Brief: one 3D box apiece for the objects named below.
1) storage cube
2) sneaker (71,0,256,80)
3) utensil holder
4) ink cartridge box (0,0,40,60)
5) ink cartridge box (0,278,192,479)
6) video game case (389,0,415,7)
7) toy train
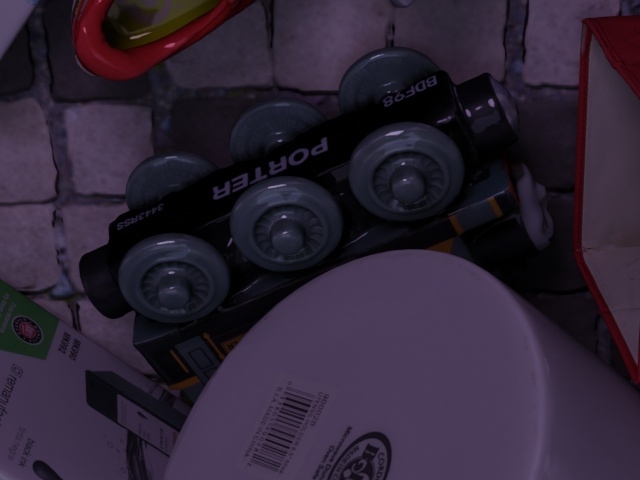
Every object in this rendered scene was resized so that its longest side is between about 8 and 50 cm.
[{"bbox_3d":[0.282,-0.036,0.946,0.193,0.183,0.215,-5,118,-2],"label":"storage cube"},{"bbox_3d":[-0.047,-0.194,0.917,0.279,0.118,0.107,-41,110,13],"label":"sneaker"},{"bbox_3d":[0.126,0.229,0.965,0.327,0.327,0.385,-35,130,20],"label":"utensil holder"},{"bbox_3d":[-0.230,-0.208,0.950,0.127,0.072,0.175,34,115,-15],"label":"ink cartridge box"},{"bbox_3d":[-0.183,0.188,1.086,0.289,0.211,0.121,36,113,-16],"label":"ink cartridge box"},{"bbox_3d":[0.051,-0.284,0.872,0.193,0.023,0.212,-45,110,-9],"label":"video game case"},{"bbox_3d":[0.000,0.000,1.024,0.334,0.142,0.190,-24,127,13],"label":"toy train"}]
